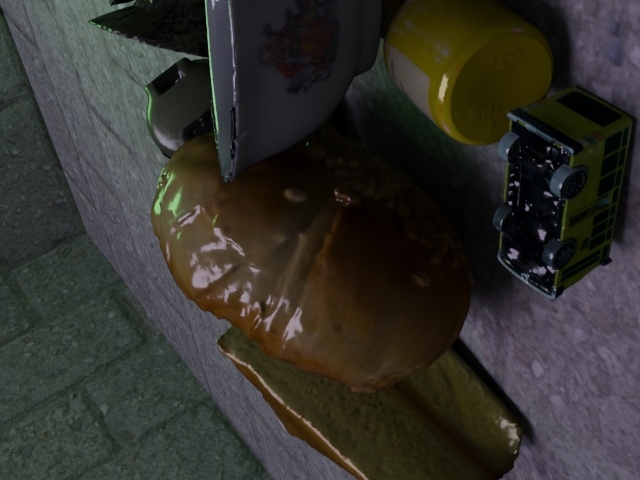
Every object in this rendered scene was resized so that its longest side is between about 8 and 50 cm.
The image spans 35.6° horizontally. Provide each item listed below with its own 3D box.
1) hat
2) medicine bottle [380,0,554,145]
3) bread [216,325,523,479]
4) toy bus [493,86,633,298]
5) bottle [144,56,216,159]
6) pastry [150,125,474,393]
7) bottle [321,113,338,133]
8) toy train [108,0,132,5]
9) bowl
[{"bbox_3d":[-0.203,-0.345,1.476,0.265,0.265,0.128,32,107,54],"label":"hat"},{"bbox_3d":[0.117,-0.188,0.951,0.212,0.121,0.122,-126,18,-48],"label":"medicine bottle"},{"bbox_3d":[0.085,0.199,1.364,0.361,0.233,0.245,27,157,48],"label":"bread"},{"bbox_3d":[0.222,-0.042,0.916,0.088,0.101,0.175,40,147,40],"label":"toy bus"},{"bbox_3d":[-0.169,-0.182,1.445,0.347,0.168,0.168,-107,-9,-81],"label":"bottle"},{"bbox_3d":[0.000,0.000,1.188,0.409,0.245,0.409,33,-171,-6],"label":"pastry"},{"bbox_3d":[-0.019,-0.096,1.421,0.112,0.112,0.260,39,152,46],"label":"bottle"},{"bbox_3d":[-0.341,-0.480,1.782,0.252,0.055,0.048,-9,100,69],"label":"toy train"},{"bbox_3d":[-0.031,-0.232,0.976,0.345,0.157,0.346,175,90,-81],"label":"bowl"}]
